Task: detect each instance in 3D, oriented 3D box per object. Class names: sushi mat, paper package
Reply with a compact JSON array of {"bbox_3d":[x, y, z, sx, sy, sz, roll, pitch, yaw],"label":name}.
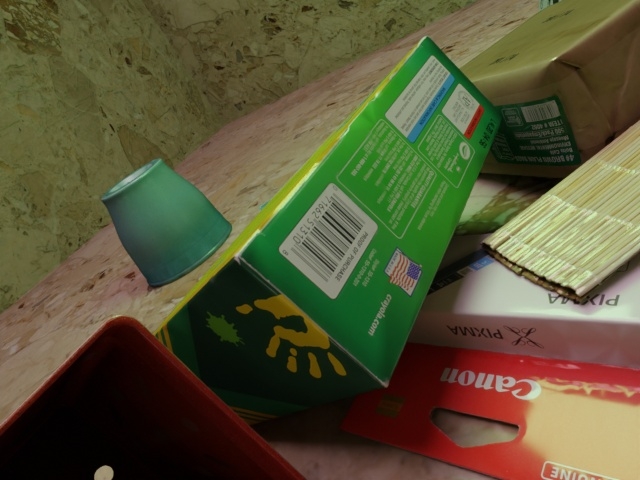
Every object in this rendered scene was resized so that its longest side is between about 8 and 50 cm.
[{"bbox_3d":[0.319,-0.066,0.478,0.316,0.019,0.151,-37,24,-3],"label":"sushi mat"},{"bbox_3d":[0.365,-0.239,0.710,0.309,0.168,0.325,-36,18,-7],"label":"paper package"}]

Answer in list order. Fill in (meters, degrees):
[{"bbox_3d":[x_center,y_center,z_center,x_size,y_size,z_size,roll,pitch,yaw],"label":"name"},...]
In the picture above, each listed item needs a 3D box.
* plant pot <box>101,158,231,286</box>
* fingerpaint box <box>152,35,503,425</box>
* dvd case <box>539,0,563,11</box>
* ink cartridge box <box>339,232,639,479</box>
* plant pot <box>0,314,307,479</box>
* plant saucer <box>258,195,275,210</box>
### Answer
[{"bbox_3d":[-0.417,-0.064,1.262,0.271,0.255,0.272,-26,24,13],"label":"plant pot"},{"bbox_3d":[0.000,0.000,0.618,0.371,0.163,0.445,-38,13,48],"label":"fingerpaint box"},{"bbox_3d":[0.463,-0.440,0.930,0.029,0.239,0.179,-8,29,11],"label":"dvd case"},{"bbox_3d":[0.173,0.092,0.479,0.296,0.066,0.261,-6,34,46],"label":"ink cartridge box"},{"bbox_3d":[-0.196,0.261,0.403,0.235,0.267,0.267,-25,21,50],"label":"plant pot"},{"bbox_3d":[-0.103,-0.076,1.194,0.067,0.018,0.192,-36,23,-8],"label":"plant saucer"}]
